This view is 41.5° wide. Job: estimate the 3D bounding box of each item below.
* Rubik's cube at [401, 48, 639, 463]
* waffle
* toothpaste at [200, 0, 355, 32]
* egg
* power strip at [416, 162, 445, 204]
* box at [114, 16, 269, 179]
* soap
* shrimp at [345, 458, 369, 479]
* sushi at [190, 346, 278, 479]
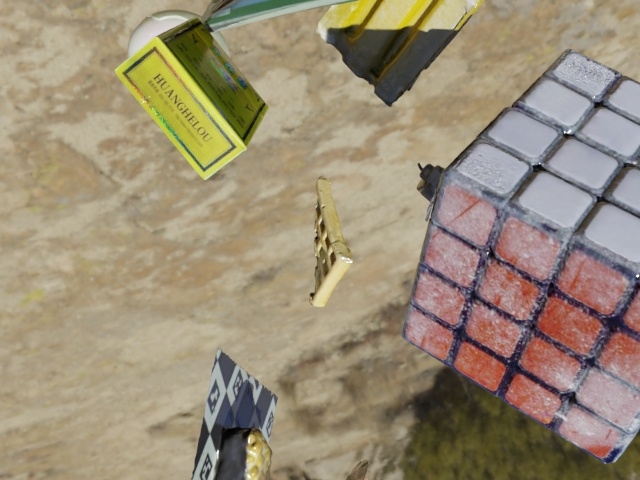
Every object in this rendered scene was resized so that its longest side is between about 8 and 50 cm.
[{"bbox_3d":[0.350,0.014,1.116,0.337,0.344,0.344,-44,158,-35],"label":"Rubik's cube"},{"bbox_3d":[0.000,0.000,1.100,0.023,0.152,0.097,8,136,-27],"label":"waffle"},{"bbox_3d":[-0.012,-0.294,0.953,0.392,0.098,0.061,6,156,46],"label":"toothpaste"},{"bbox_3d":[-0.284,-0.384,1.737,0.217,0.182,0.183,4,-178,39],"label":"egg"},{"bbox_3d":[0.298,-0.047,1.645,0.064,0.305,0.044,-53,-171,-16],"label":"power strip"},{"bbox_3d":[-0.130,-0.162,0.920,0.064,0.141,0.220,-36,-165,16],"label":"box"},{"bbox_3d":[0.138,-0.383,1.356,0.091,0.199,0.315,-44,177,-38],"label":"soap"},{"bbox_3d":[0.037,0.382,1.214,0.101,0.042,0.190,-65,176,20],"label":"shrimp"},{"bbox_3d":[-0.083,0.300,0.999,0.059,0.292,0.294,6,163,14],"label":"sushi"}]
